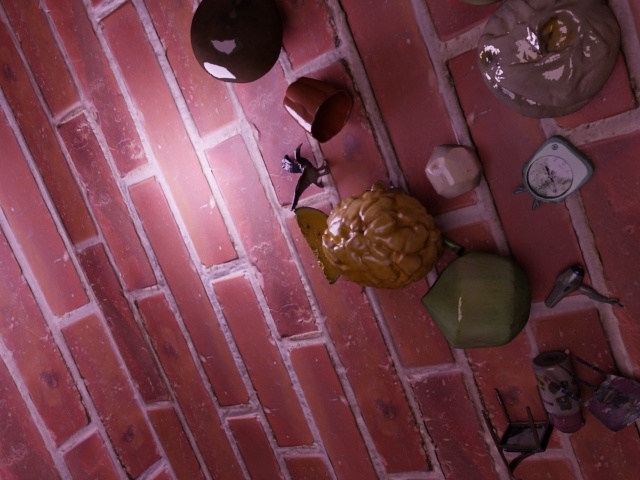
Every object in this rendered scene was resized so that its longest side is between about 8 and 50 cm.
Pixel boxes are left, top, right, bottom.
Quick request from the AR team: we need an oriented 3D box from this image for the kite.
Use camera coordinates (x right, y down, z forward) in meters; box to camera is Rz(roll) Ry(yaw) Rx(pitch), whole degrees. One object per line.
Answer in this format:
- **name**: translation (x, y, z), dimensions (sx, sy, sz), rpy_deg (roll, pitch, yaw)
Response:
- **kite**: translation (0.839, 0.457, 1.805), dimensions (0.360, 0.022, 0.204), rpy_deg (28, 116, -10)

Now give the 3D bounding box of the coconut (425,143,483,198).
- **coconut**: translation (0.399, -0.217, 1.811), dimensions (0.161, 0.161, 0.162), rpy_deg (-21, 95, 34)

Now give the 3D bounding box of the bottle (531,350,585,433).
- **bottle**: translation (0.754, 0.484, 1.890), dimensions (0.120, 0.120, 0.253), rpy_deg (-12, 101, 33)

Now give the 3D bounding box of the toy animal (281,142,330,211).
- **toy animal**: translation (-0.051, -0.253, 2.060), dimensions (0.272, 0.160, 0.197), rpy_deg (-119, 37, -44)

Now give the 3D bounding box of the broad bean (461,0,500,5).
- **broad bean**: translation (0.456, -0.729, 1.565), dimensions (0.291, 0.119, 0.238), rpy_deg (4, 78, 39)

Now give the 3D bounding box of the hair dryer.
- **hair dryer**: translation (0.780, 0.176, 1.814), dimensions (0.199, 0.067, 0.167), rpy_deg (37, 133, -4)

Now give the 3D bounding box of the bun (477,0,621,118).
- **bun**: translation (0.584, -0.493, 1.562), dimensions (0.365, 0.219, 0.365), rpy_deg (10, 110, 28)

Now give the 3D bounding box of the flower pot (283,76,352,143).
- **flower pot**: translation (-0.020, -0.439, 1.966), dimensions (0.173, 0.190, 0.191), rpy_deg (37, 123, 29)

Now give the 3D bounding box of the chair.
- **chair**: translation (0.664, 0.635, 1.963), dimensions (0.166, 0.188, 0.272), rpy_deg (-14, 97, 34)

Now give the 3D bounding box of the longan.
- **longan**: translation (-0.267, -0.669, 1.941), dimensions (0.319, 0.319, 0.319), rpy_deg (11, 113, 26)

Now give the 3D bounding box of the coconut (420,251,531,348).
- **coconut**: translation (0.469, 0.185, 1.846), dimensions (0.328, 0.281, 0.328), rpy_deg (2, 137, 2)

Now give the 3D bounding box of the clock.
- **clock**: translation (0.658, -0.185, 1.726), dimensions (0.159, 0.066, 0.211), rpy_deg (47, 124, 7)

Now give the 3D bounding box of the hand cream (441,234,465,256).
- **hand cream**: translation (0.415, 0.006, 1.964), dimensions (0.122, 0.023, 0.036), rpy_deg (34, 121, 10)

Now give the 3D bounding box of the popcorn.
- **popcorn**: translation (0.192, 0.002, 1.895), dimensions (0.354, 0.390, 0.344), rpy_deg (-33, 108, 3)

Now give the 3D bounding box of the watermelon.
- **watermelon**: translation (0.000, 0.000, 2.134), dimensions (0.123, 0.129, 0.301), rpy_deg (-22, 101, 36)
